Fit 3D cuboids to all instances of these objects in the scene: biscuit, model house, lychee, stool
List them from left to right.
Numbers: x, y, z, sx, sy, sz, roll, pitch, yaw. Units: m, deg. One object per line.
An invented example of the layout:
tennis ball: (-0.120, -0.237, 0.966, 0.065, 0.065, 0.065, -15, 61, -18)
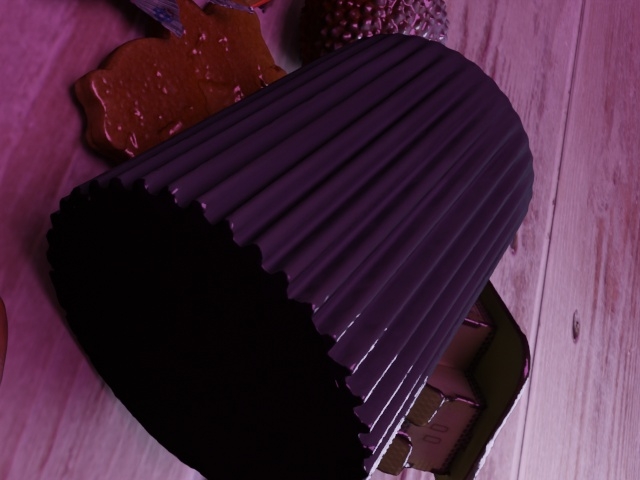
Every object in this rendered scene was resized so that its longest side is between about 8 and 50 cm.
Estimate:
biscuit: (-0.121, -0.136, 0.787, 0.249, 0.035, 0.184, -49, 118, -42)
stool: (0.000, 0.000, 0.694, 0.330, 0.297, 0.297, -44, 117, -40)
model house: (0.041, 0.113, 0.886, 0.279, 0.218, 0.204, 16, 113, -15)
lychee: (0.060, -0.238, 0.917, 0.165, 0.165, 0.197, 52, 58, -31)

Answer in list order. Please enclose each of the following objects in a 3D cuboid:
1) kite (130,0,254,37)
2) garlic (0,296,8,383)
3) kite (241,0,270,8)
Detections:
kite: (-0.134, -0.236, 0.770, 0.153, 0.005, 0.137, 3, 57, -28)
garlic: (-0.290, 0.057, 0.507, 0.228, 0.110, 0.217, -36, 115, -47)
kite: (-0.047, -0.416, 0.939, 0.328, 0.013, 0.377, 17, 71, -48)
